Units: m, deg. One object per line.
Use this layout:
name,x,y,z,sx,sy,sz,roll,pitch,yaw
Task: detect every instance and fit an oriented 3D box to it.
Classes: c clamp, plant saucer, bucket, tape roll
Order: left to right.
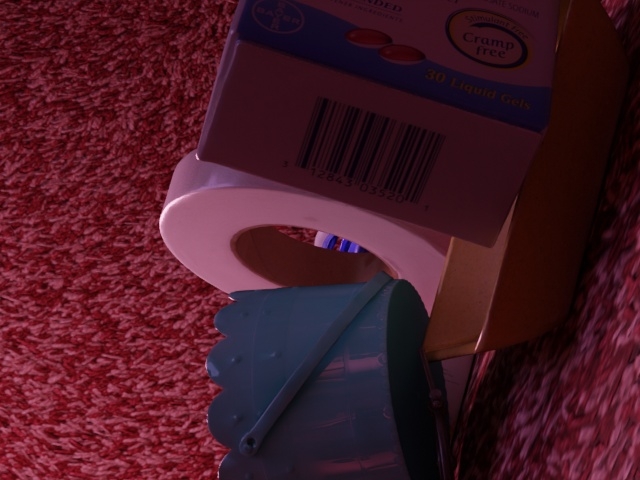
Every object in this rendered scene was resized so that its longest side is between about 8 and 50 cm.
tape roll,0.000,0.000,1.860,0.392,0.392,0.072,113,173,-66
bucket,0.016,0.167,1.581,0.281,0.183,0.281,-10,-90,-74
c clamp,0.121,0.204,1.498,0.137,0.022,0.161,-98,-2,-45
plant saucer,0.194,-0.040,1.441,0.333,0.081,0.333,134,152,-82

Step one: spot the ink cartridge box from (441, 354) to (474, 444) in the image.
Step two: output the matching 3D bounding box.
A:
ink cartridge box,0.110,0.198,1.755,0.127,0.072,0.175,125,161,-79

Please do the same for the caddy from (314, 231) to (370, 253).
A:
caddy,0.079,0.018,2.282,0.341,0.179,0.241,111,175,-59

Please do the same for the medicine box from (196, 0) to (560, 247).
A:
medicine box,0.059,-0.172,1.340,0.149,0.263,0.289,110,175,-45
